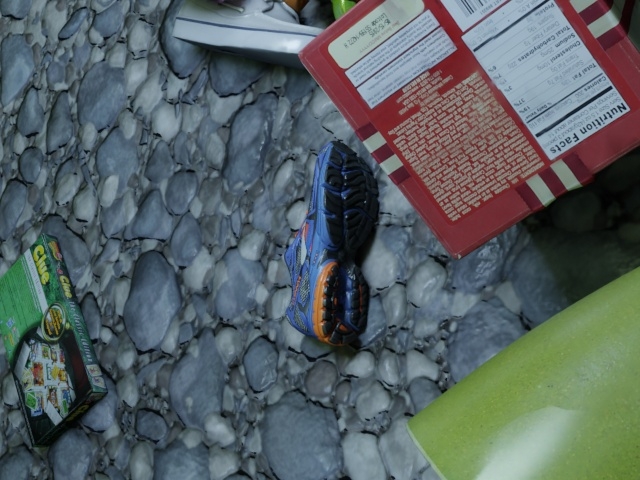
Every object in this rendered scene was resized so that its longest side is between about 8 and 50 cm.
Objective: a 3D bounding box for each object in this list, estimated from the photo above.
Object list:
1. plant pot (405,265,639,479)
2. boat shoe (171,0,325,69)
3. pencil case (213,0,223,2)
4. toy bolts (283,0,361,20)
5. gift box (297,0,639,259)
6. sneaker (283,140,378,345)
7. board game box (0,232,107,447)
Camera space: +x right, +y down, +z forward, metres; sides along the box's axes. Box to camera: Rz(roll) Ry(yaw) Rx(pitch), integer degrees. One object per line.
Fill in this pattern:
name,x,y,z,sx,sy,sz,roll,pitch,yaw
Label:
plant pot,0.263,0.133,0.814,0.293,0.275,0.275,-45,52,1
boat shoe,-0.074,-0.260,1.284,0.267,0.096,0.088,20,96,49
pencil case,-0.100,-0.464,1.224,0.386,0.160,0.167,-65,13,-3
toy bolts,0.024,-0.353,1.135,0.158,0.218,0.229,29,92,2
gift box,0.156,-0.184,0.929,0.255,0.258,0.276,-29,99,26
sneaker,0.000,0.000,1.158,0.087,0.083,0.221,-4,73,44
board game box,-0.370,0.131,1.458,0.136,0.030,0.260,-42,55,26
